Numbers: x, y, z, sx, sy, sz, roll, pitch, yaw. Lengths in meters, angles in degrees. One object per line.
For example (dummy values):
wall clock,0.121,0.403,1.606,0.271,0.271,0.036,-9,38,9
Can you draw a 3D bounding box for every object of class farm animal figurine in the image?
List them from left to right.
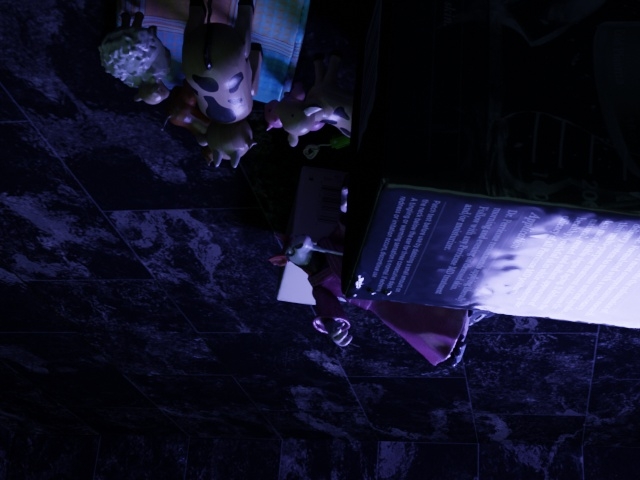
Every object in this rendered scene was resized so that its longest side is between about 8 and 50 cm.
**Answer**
farm animal figurine,-0.103,-0.199,1.443,0.330,0.172,0.327,-8,150,21

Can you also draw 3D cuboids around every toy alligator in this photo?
toy alligator,0.059,-0.174,1.694,0.190,0.056,0.051,-14,-172,34

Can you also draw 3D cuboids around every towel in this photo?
towel,-0.155,-0.317,1.449,0.271,0.040,0.370,7,154,-7

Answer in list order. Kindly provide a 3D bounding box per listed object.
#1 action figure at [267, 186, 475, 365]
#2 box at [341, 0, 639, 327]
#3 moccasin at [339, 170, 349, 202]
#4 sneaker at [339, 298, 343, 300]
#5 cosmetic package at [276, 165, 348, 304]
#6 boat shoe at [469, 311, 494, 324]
action figure,0.095,0.054,1.740,0.370,0.248,0.276,21,-177,9
box,0.286,-0.173,1.165,0.472,0.479,0.297,7,154,-5
moccasin,0.223,-0.049,1.788,0.380,0.139,0.147,29,110,-6
sneaker,0.129,0.063,2.099,0.153,0.101,0.268,12,151,-9
cosmetic package,0.000,0.000,1.942,0.129,0.153,0.296,9,155,-5
boat shoe,0.336,0.121,2.181,0.102,0.108,0.301,12,156,-14
